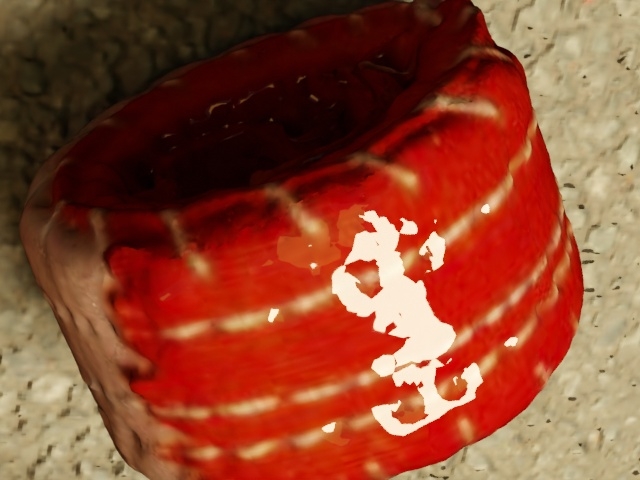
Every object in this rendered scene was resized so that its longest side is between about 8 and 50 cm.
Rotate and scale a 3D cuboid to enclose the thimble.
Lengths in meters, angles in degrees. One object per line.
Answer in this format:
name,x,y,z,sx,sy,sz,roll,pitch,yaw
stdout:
thimble,-0.004,0.004,0.534,0.189,0.163,0.125,-25,118,-5
